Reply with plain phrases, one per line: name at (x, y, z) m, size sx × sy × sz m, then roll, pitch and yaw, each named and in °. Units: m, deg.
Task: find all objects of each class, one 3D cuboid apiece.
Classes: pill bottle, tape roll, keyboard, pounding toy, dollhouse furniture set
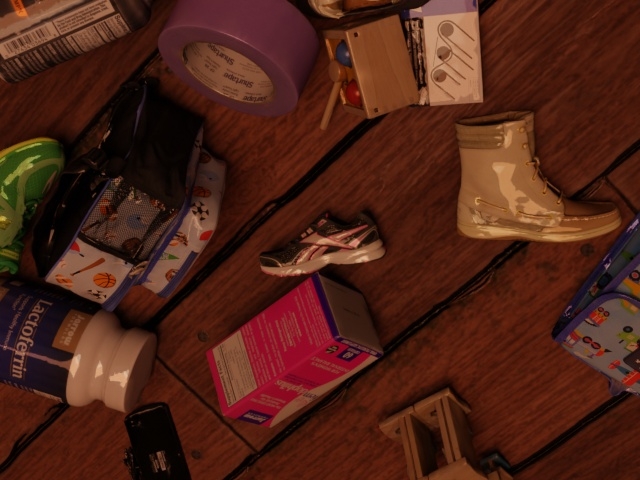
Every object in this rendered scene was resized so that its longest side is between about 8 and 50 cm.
pill bottle at (-0.390, 0.159, 1.429) m, size 0.264 × 0.153 × 0.153 m, roll 16°, pitch 113°, yaw 5°
tape roll at (-0.101, -0.239, 1.196) m, size 0.189 × 0.189 × 0.080 m, roll 21°, pitch 72°, yaw 4°
pill bottle at (-0.296, -0.296, 1.162) m, size 0.245 × 0.130 × 0.130 m, roll -23°, pitch 104°, yaw 1°
keyboard at (-0.271, 0.353, 1.549) m, size 0.100 × 0.038 × 0.192 m, roll -15°, pitch 107°, yaw -7°
pounding toy at (0.047, -0.209, 1.216) m, size 0.100 × 0.141 × 0.130 m, roll -20°, pitch 107°, yaw -11°
dollhouse furniture set at (0.192, 0.334, 1.406) m, size 0.129 × 0.129 × 0.183 m, roll -31°, pitch 131°, yaw 21°

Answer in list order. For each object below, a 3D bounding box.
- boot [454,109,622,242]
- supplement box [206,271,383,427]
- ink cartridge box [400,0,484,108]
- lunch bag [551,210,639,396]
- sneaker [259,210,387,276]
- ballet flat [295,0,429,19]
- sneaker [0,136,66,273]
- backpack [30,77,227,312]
boot at (0.279, -0.085, 1.236) m, size 0.213 × 0.077 × 0.165 m, roll 0°, pitch 108°, yaw 15°
supplement box at (-0.039, 0.159, 1.355) m, size 0.220 × 0.114 × 0.111 m, roll -36°, pitch 144°, yaw 23°
ink cartridge box at (0.152, -0.275, 1.206) m, size 0.097 × 0.046 × 0.207 m, roll -2°, pitch 109°, yaw 12°
lunch bag at (0.462, 0.098, 1.254) m, size 0.221 × 0.138 × 0.293 m, roll 30°, pitch 126°, yaw -1°
sneaker at (0.000, 0.000, 1.341) m, size 0.178 × 0.072 × 0.077 m, roll -11°, pitch 96°, yaw 8°
ballet flat at (0.041, -0.308, 1.174) m, size 0.203 × 0.074 × 0.074 m, roll 4°, pitch 112°, yaw 32°
sneaker at (-0.450, -0.017, 1.362) m, size 0.123 × 0.109 × 0.295 m, roll 41°, pitch 95°, yaw 23°
backpack at (-0.257, -0.041, 1.285) m, size 0.213 × 0.276 × 0.263 m, roll 37°, pitch 117°, yaw -18°
